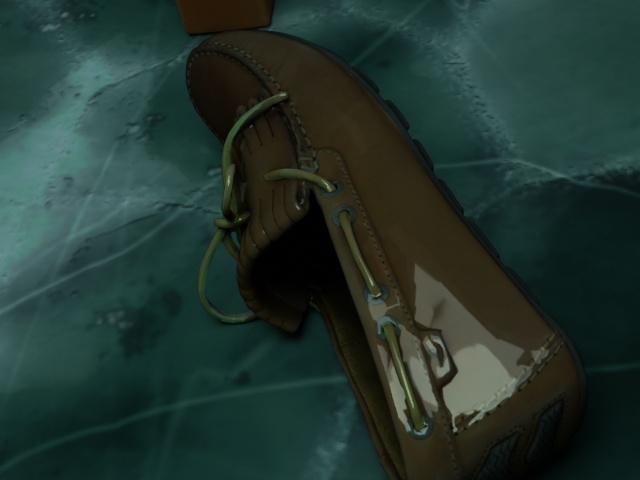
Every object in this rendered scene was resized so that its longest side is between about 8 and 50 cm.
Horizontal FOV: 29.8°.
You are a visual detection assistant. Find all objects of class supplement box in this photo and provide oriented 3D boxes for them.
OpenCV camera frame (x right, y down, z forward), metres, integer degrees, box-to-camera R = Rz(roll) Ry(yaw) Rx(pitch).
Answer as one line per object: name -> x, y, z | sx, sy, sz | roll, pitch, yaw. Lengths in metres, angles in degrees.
supplement box -> -0.074, -0.283, 1.033 | 0.080, 0.078, 0.233 | -6, 49, 11

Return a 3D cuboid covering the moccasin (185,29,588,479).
moccasin -> 0.000, 0.002, 0.738 | 0.147, 0.139, 0.380 | -23, 57, -16
